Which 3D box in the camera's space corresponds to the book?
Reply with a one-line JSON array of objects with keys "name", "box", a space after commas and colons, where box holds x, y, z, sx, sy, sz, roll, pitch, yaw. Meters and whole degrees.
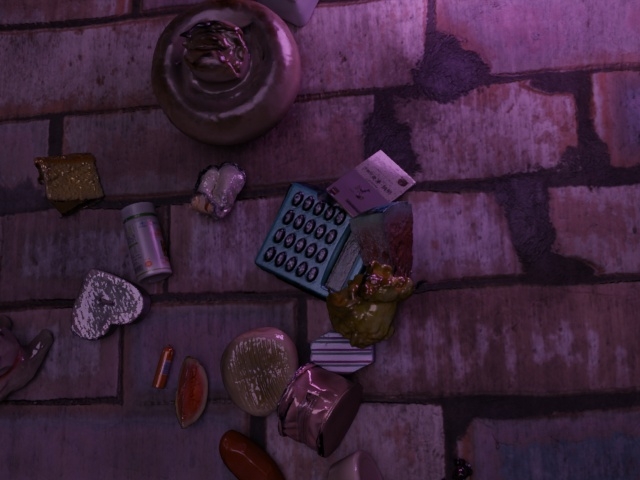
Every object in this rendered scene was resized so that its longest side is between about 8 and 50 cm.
[{"name": "book", "box": [0.119, -0.126, 1.802, 0.181, 0.014, 0.127, -37, 70, -20]}]

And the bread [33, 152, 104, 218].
[{"name": "bread", "box": [-0.629, -0.152, 1.923, 0.152, 0.127, 0.147, -21, 76, -13]}]

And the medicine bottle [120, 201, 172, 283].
[{"name": "medicine bottle", "box": [-0.422, 0.006, 1.860, 0.086, 0.086, 0.183, -18, 77, 5]}]

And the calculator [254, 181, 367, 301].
[{"name": "calculator", "box": [0.000, 0.000, 1.808, 0.274, 0.058, 0.248, 25, 83, 14]}]

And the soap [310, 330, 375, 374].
[{"name": "soap", "box": [0.050, 0.256, 1.749, 0.149, 0.056, 0.100, -2, 76, 8]}]

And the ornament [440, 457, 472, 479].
[{"name": "ornament", "box": [0.300, 0.570, 1.640, 0.166, 0.153, 0.196, 1, 55, 8]}]

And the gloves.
[{"name": "gloves", "box": [-0.250, -0.125, 1.868, 0.114, 0.070, 0.153, 23, 77, 21]}]

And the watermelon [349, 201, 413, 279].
[{"name": "watermelon", "box": [0.157, 0.032, 1.741, 0.094, 0.154, 0.241, 1, 105, 39]}]

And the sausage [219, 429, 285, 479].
[{"name": "sausage", "box": [-0.157, 0.501, 1.721, 0.179, 0.089, 0.089, 41, 88, 5]}]

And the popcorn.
[{"name": "popcorn", "box": [0.109, 0.129, 1.665, 0.173, 0.168, 0.195, 23, 113, -13]}]

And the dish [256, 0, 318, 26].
[{"name": "dish", "box": [-0.061, -0.666, 1.940, 0.151, 0.077, 0.212, 28, 84, 14]}]

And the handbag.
[{"name": "handbag", "box": [-0.002, 0.367, 1.668, 0.116, 0.205, 0.179, 26, 53, 24]}]

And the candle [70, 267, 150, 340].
[{"name": "candle", "box": [-0.518, 0.145, 1.857, 0.192, 0.068, 0.168, -23, 79, 2]}]

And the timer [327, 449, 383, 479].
[{"name": "timer", "box": [-0.002, 0.576, 1.656, 0.266, 0.175, 0.175, -23, 76, 15]}]

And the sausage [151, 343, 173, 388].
[{"name": "sausage", "box": [-0.371, 0.298, 1.823, 0.031, 0.031, 0.107, 13, 80, 12]}]

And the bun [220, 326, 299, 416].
[{"name": "bun", "box": [-0.129, 0.294, 1.739, 0.178, 0.128, 0.193, -16, 88, 6]}]

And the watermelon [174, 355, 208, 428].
[{"name": "watermelon", "box": [-0.294, 0.351, 1.783, 0.069, 0.087, 0.163, 8, 80, -21]}]

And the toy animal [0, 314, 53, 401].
[{"name": "toy animal", "box": [-0.850, 0.292, 1.832, 0.308, 0.188, 0.266, 22, 92, 9]}]

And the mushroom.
[{"name": "mushroom", "box": [-0.227, -0.407, 1.803, 0.362, 0.294, 0.362, -1, 78, 7]}]
